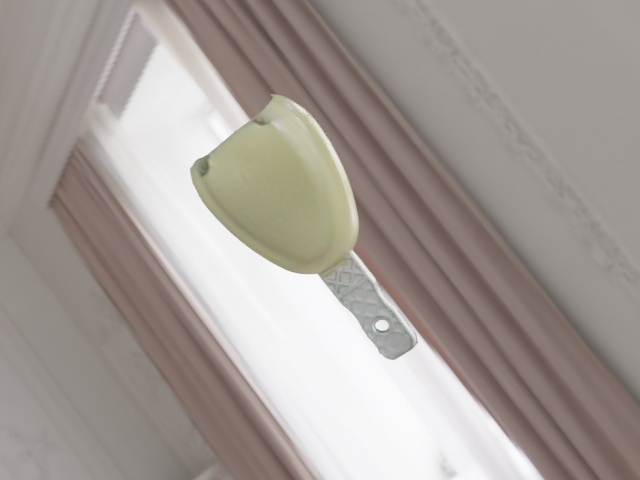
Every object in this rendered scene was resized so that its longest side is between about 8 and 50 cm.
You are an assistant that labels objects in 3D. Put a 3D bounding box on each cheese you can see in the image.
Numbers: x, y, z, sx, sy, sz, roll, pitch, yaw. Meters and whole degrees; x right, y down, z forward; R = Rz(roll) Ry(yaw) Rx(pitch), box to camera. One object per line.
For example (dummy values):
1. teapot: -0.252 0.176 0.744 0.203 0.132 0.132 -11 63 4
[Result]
1. cheese: 0.000 0.000 0.986 0.127 0.251 0.054 -36 4 22
